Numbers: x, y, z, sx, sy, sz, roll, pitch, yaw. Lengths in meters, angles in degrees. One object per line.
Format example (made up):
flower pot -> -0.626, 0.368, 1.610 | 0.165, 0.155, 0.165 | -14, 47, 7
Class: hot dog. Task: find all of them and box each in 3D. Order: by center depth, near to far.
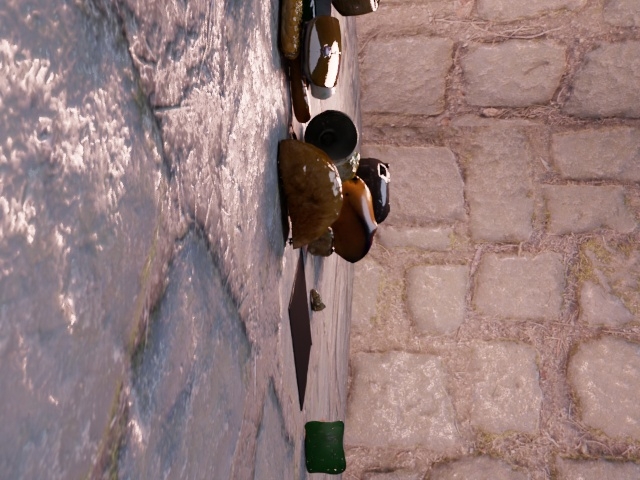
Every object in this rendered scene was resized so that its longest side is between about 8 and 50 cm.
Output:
hot dog -> -0.063, -0.477, 1.463 | 0.071, 0.045, 0.165 | 52, 40, -75

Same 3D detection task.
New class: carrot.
carrot -> -0.053, -0.385, 1.577 | 0.043, 0.043, 0.248 | -80, 166, -54

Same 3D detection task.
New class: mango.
mango -> 0.087, -0.074, 2.174 | 0.152, 0.201, 0.287 | -42, 124, -54

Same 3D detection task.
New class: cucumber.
cucumber -> -0.033, -0.528, 1.681 | 0.056, 0.056, 0.284 | -51, 143, -79

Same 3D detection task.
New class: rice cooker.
rice cooker -> 0.131, -0.173, 2.352 | 0.267, 0.224, 0.267 | -1, 90, -84

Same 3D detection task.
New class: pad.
pad -> -0.050, 0.236, 1.787 | 0.247, 0.007, 0.367 | -80, 168, -53

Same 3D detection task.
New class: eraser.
eraser -> 0.000, -0.527, 1.847 | 0.227, 0.081, 0.174 | 81, 7, -49

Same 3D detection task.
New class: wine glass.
wine glass -> 0.027, -0.253, 1.690 | 0.321, 0.143, 0.143 | -114, -156, -87

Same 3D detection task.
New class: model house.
model house -> 0.015, 0.565, 1.909 | 0.088, 0.117, 0.167 | -76, 162, -77

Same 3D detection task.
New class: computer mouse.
computer mouse -> 0.011, -0.442, 1.591 | 0.310, 0.072, 0.158 | -53, 147, -74

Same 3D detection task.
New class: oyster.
oyster -> -0.019, 0.178, 2.005 | 0.083, 0.038, 0.081 | 59, -10, -18

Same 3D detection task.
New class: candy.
candy -> 0.000, 0.000, 1.877 | 0.110, 0.085, 0.095 | -75, 174, -79

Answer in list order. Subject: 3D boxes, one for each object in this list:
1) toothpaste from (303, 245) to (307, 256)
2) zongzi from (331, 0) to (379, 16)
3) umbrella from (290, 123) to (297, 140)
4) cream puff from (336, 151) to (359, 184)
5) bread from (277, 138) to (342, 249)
toothpaste -> -0.039, -0.048, 1.737 | 0.194, 0.043, 0.067 | 91, 1, -46
zongzi -> 0.060, -0.858, 1.784 | 0.403, 0.208, 0.432 | 43, 42, -69
umbrella -> -0.061, -0.242, 1.639 | 0.122, 0.013, 0.022 | 74, -4, -63
cream puff -> 0.034, -0.234, 1.926 | 0.121, 0.156, 0.156 | -47, -154, 41
bread -> -0.016, -0.111, 1.515 | 0.129, 0.134, 0.260 | -79, 168, -60
